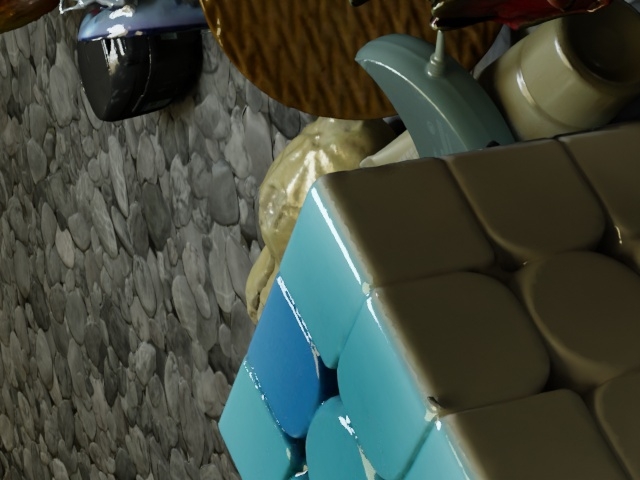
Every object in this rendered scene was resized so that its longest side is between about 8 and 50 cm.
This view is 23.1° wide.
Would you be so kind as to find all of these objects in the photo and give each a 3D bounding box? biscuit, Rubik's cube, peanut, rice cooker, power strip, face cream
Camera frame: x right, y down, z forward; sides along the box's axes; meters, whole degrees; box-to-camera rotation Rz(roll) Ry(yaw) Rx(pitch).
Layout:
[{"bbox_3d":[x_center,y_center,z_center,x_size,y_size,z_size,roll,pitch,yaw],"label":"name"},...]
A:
[{"bbox_3d":[0.028,-0.223,1.217,0.037,0.262,0.262,-104,11,-74],"label":"biscuit"},{"bbox_3d":[0.136,0.129,1.067,0.291,0.291,0.290,62,149,30],"label":"Rubik's cube"},{"bbox_3d":[0.000,0.000,1.476,0.130,0.130,0.290,56,147,39],"label":"peanut"},{"bbox_3d":[-0.222,-0.219,1.843,0.203,0.118,0.142,-32,70,63],"label":"rice cooker"},{"bbox_3d":[0.093,-0.071,1.172,0.137,0.044,0.216,31,146,45],"label":"power strip"},{"bbox_3d":[0.139,-0.077,1.217,0.137,0.084,0.341,45,151,0],"label":"face cream"}]

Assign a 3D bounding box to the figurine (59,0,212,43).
[{"bbox_3d":[-0.192,-0.400,1.595,0.248,0.277,0.388,-117,22,-82],"label":"figurine"}]

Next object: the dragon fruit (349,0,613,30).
[{"bbox_3d":[0.133,-0.228,1.010,0.192,0.274,0.193,41,175,39],"label":"dragon fruit"}]

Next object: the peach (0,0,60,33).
[{"bbox_3d":[-0.411,-0.425,1.873,0.339,0.353,0.416,40,138,-10],"label":"peach"}]
